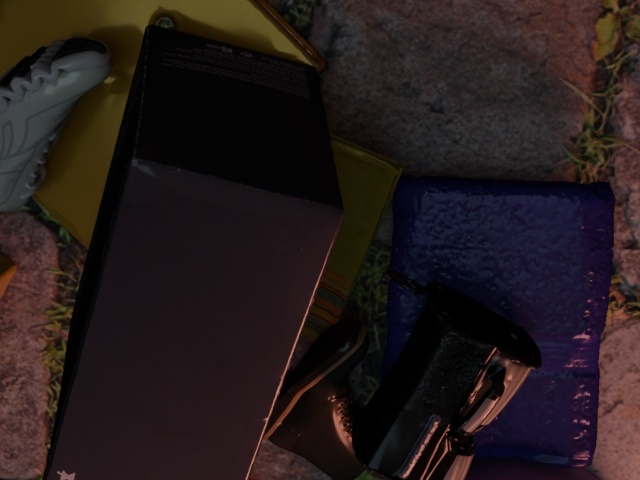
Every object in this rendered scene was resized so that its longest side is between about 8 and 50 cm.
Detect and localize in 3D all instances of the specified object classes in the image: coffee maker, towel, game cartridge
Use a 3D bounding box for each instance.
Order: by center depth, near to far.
[{"bbox_3d":[0.102,0.141,1.279,0.171,0.120,0.178,34,107,14],"label":"coffee maker"},{"bbox_3d":[0.000,0.000,1.332,0.102,0.021,0.237,22,126,1],"label":"towel"},{"bbox_3d":[-0.204,-0.169,1.342,0.285,0.052,0.324,45,110,-5],"label":"game cartridge"},{"bbox_3d":[0.179,0.081,1.342,0.228,0.076,0.308,3,108,4],"label":"towel"}]

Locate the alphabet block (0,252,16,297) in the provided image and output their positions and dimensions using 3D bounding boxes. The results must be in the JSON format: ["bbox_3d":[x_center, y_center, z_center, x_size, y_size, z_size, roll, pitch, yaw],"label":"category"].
[{"bbox_3d":[-0.473,0.079,1.376,0.193,0.192,0.197,32,109,-3],"label":"alphabet block"}]

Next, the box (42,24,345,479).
[{"bbox_3d":[-0.122,0.026,1.203,0.179,0.312,0.343,14,117,-11],"label":"box"}]

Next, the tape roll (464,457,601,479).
[{"bbox_3d":[0.211,0.368,1.405,0.275,0.090,0.274,2,105,9],"label":"tape roll"}]

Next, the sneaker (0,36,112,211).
[{"bbox_3d":[-0.308,-0.103,1.307,0.292,0.110,0.118,-30,107,25],"label":"sneaker"}]

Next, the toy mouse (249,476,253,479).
[{"bbox_3d":[-0.130,0.277,1.460,0.161,0.031,0.143,-15,103,12],"label":"toy mouse"}]

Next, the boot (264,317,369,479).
[{"bbox_3d":[0.029,0.175,1.379,0.137,0.077,0.198,36,133,-7],"label":"boot"}]
